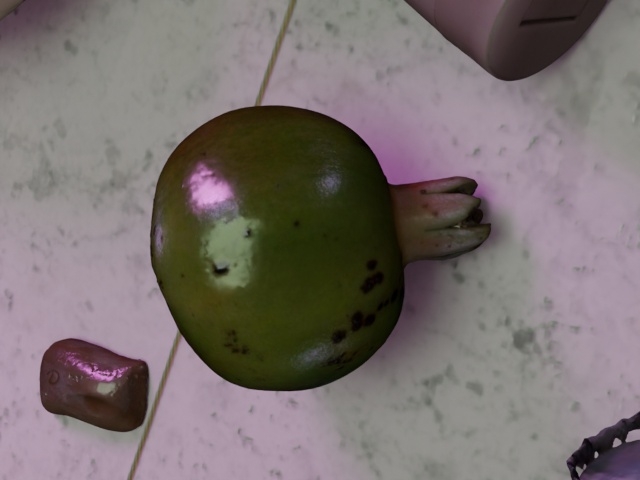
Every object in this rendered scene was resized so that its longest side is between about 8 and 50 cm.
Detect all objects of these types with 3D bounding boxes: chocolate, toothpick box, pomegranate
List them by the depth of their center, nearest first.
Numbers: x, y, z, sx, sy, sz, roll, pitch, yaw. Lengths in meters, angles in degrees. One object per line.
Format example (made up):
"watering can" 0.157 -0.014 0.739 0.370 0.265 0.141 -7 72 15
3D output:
"toothpick box" 0.080 -0.188 0.811 0.181 0.111 0.111 46 114 27
"pomegranate" 0.000 0.000 0.846 0.209 0.180 0.180 -12 83 4
"chocolate" -0.178 0.113 1.038 0.100 0.031 0.065 14 103 32

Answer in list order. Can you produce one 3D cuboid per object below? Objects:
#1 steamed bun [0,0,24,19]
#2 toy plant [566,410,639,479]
"steamed bun" -0.354 -0.307 0.976 0.374 0.241 0.374 19 127 27
"toy plant" 0.243 0.259 0.655 0.247 0.247 0.332 0 97 34
